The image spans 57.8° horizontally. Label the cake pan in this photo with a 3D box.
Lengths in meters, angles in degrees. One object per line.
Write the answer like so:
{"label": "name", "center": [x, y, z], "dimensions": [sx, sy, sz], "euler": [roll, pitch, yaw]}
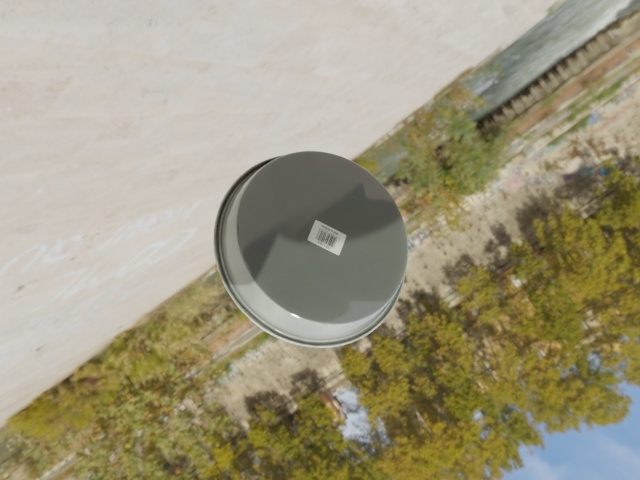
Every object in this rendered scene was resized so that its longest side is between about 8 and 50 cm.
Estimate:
{"label": "cake pan", "center": [0.000, 0.000, 0.812], "dimensions": [0.293, 0.293, 0.054], "euler": [-32, 175, -28]}
